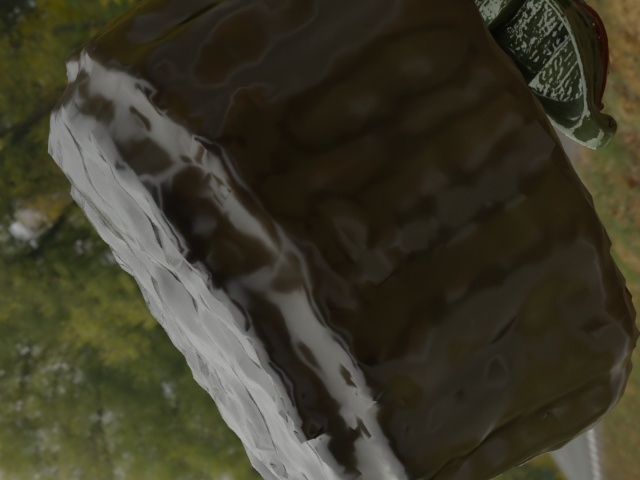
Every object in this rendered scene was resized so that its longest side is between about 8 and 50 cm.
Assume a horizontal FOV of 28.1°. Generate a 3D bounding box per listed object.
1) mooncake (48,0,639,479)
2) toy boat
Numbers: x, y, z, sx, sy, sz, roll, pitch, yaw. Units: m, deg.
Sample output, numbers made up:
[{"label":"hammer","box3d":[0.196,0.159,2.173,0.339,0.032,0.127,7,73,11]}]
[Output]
[{"label":"mooncake","box3d":[0.001,0.001,0.671,0.324,0.187,0.324,52,166,18]},{"label":"toy boat","box3d":[0.141,-0.138,0.856,0.071,0.089,0.185,-26,-110,-45]}]
